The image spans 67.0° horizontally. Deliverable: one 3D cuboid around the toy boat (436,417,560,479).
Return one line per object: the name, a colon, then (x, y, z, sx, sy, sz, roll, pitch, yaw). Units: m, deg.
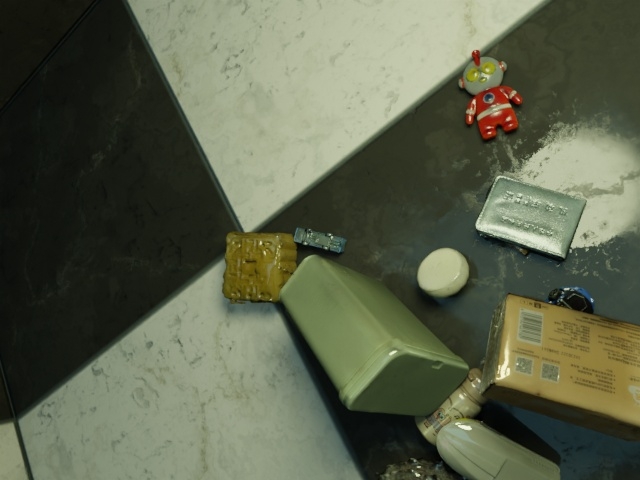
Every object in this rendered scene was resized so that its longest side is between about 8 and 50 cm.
toy boat: (0.398, 0.497, 1.111, 0.269, 0.141, 0.140, 31, 98, 14)

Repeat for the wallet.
wallet: (0.503, -0.060, 1.173, 0.222, 0.036, 0.167, 22, 78, 27)

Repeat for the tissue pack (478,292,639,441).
tissue pack: (0.509, 0.277, 1.026, 0.306, 0.238, 0.238, 14, 90, 12)

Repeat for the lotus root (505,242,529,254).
lotus root: (0.481, 0.003, 1.199, 0.083, 0.037, 0.030, 38, 97, 26)

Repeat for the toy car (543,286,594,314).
toy car: (0.532, 0.189, 1.130, 0.103, 0.063, 0.216, 44, 108, 4)

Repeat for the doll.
doll: (0.433, -0.386, 1.253, 0.142, 0.076, 0.245, -17, 81, 24)

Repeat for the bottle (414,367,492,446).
bottle: (0.340, 0.407, 1.188, 0.209, 0.110, 0.097, -48, 24, 16)

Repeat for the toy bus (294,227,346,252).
toy bus: (0.000, 0.000, 1.430, 0.153, 0.061, 0.051, 13, 88, 26)

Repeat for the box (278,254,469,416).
box: (0.117, 0.223, 1.141, 0.177, 0.352, 0.344, -54, 47, 11)

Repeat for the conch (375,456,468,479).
conch: (0.235, 0.648, 1.159, 0.313, 0.186, 0.240, -41, 67, 21)

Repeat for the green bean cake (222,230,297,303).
green bean cake: (-0.185, 0.083, 1.474, 0.230, 0.131, 0.224, 0, 85, 28)

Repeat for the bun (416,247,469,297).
bun: (0.324, 0.093, 1.240, 0.138, 0.094, 0.138, -34, 33, 26)
